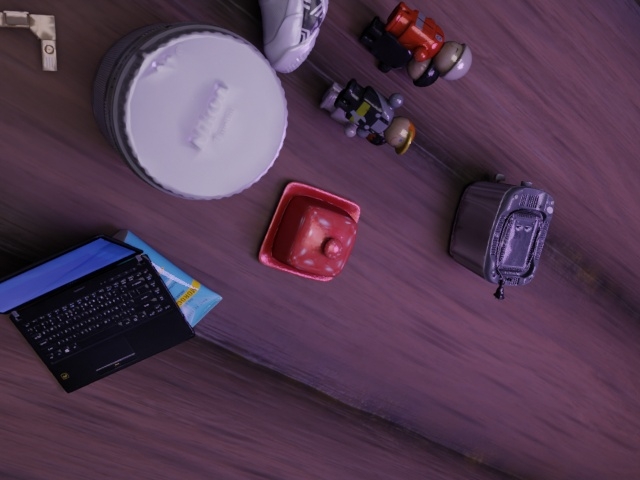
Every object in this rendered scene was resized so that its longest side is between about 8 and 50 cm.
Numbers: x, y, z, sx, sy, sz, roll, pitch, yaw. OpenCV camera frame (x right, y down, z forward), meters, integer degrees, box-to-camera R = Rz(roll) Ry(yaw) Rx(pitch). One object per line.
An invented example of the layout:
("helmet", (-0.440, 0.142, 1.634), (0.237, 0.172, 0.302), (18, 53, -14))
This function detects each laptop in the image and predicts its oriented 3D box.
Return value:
("laptop", (-0.348, 0.119, 0.936), (0.234, 0.136, 0.264), (-24, 115, 1))

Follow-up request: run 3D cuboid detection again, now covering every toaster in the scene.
("toaster", (0.341, -0.012, 1.235), (0.129, 0.146, 0.226), (5, 103, -25))

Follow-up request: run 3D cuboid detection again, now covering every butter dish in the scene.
("butter dish", (0.000, 0.000, 1.098), (0.160, 0.118, 0.159), (18, 99, -29))

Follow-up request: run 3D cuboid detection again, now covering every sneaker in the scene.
("sneaker", (-0.096, -0.435, 0.910), (0.210, 0.137, 0.365), (3, 100, -24))

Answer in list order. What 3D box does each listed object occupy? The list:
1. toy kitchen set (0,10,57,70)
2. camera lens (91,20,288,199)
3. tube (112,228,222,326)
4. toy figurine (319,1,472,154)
("toy kitchen set", (-0.399, -0.267, 0.856), (0.083, 0.068, 0.075), (-4, 108, -23))
("camera lens", (-0.183, -0.180, 0.865), (0.220, 0.274, 0.219), (-8, 109, -23))
("tube", (-0.257, 0.064, 1.044), (0.080, 0.052, 0.207), (-41, 123, 5))
("toy figurine", (0.116, -0.248, 1.018), (0.148, 0.213, 0.209), (32, 91, -16))
